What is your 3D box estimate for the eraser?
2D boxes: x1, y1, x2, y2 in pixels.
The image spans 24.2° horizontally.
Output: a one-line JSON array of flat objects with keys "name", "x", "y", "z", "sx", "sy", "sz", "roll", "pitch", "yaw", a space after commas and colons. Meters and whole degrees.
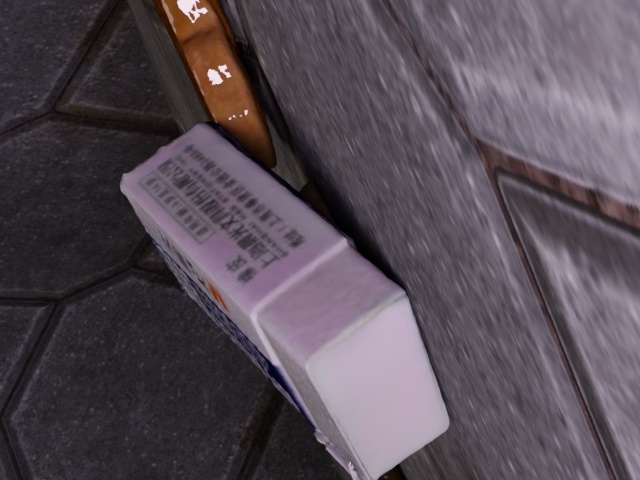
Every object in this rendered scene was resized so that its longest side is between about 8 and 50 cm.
[{"name": "eraser", "x": -0.027, "y": 0.033, "z": 1.007, "sx": 0.287, "sy": 0.086, "sz": 0.130, "roll": 41, "pitch": 160, "yaw": 50}]

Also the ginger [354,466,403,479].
[{"name": "ginger", "x": 0.070, "y": 0.312, "z": 1.557, "sx": 0.115, "sy": 0.081, "sz": 0.205, "roll": -110, "pitch": -2, "yaw": -67}]

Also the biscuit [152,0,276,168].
[{"name": "biscuit", "x": -0.107, "y": -0.186, "z": 1.220, "sx": 0.202, "sy": 0.047, "sz": 0.334, "roll": 69, "pitch": 175, "yaw": -52}]

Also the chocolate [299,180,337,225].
[{"name": "chocolate", "x": 0.000, "y": 0.000, "z": 1.093, "sx": 0.101, "sy": 0.031, "sz": 0.064, "roll": -118, "pitch": 10, "yaw": -47}]
